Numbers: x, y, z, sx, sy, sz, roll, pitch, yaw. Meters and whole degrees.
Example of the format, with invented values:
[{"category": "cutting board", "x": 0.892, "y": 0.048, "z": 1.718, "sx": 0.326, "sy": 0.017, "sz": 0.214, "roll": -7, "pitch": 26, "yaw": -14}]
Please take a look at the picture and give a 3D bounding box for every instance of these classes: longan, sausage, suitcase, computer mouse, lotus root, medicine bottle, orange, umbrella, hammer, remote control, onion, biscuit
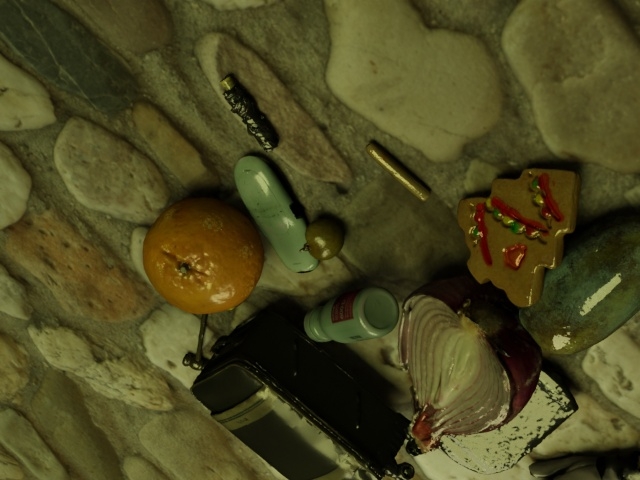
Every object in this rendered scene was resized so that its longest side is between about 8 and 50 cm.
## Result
[{"category": "longan", "x": 0.000, "y": 0.000, "z": 1.821, "sx": 0.075, "sy": 0.083, "sz": 0.075, "roll": 59, "pitch": 165, "yaw": 27}, {"category": "sausage", "x": 0.125, "y": -0.112, "z": 1.704, "sx": 0.132, "sy": 0.024, "sz": 0.024, "roll": 40, "pitch": 133, "yaw": -10}, {"category": "suitcase", "x": -0.038, "y": 0.336, "z": 2.031, "sx": 0.434, "sy": 0.194, "sz": 0.283, "roll": 42, "pitch": 146, "yaw": -9}, {"category": "computer mouse", "x": 0.331, "y": 0.313, "z": 1.918, "sx": 0.168, "sy": 0.087, "sz": 0.295, "roll": 44, "pitch": 120, "yaw": -3}, {"category": "lotus root", "x": 0.430, "y": 0.049, "z": 1.596, "sx": 0.140, "sy": 0.158, "sz": 0.322, "roll": 25, "pitch": 130, "yaw": -20}, {"category": "medicine bottle", "x": 0.049, "y": 0.138, "z": 1.873, "sx": 0.090, "sy": 0.090, "sz": 0.217, "roll": 46, "pitch": 152, "yaw": -14}, {"category": "orange", "x": -0.212, "y": 0.030, "z": 1.883, "sx": 0.219, "sy": 0.193, "sz": 0.219, "roll": 17, "pitch": 121, "yaw": 30}, {"category": "umbrella", "x": -0.120, "y": -0.209, "z": 1.736, "sx": 0.037, "sy": 0.040, "sz": 0.144, "roll": -15, "pitch": 118, "yaw": 45}, {"category": "hammer", "x": -0.238, "y": 0.161, "z": 2.114, "sx": 0.058, "sy": 0.029, "sz": 0.292, "roll": 19, "pitch": 131, "yaw": 8}, {"category": "remote control", "x": -0.076, "y": -0.040, "z": 1.850, "sx": 0.097, "sy": 0.045, "sz": 0.256, "roll": -10, "pitch": 124, "yaw": 33}, {"category": "onion", "x": 0.256, "y": 0.217, "z": 1.804, "sx": 0.267, "sy": 0.159, "sz": 0.348, "roll": 50, "pitch": 143, "yaw": 28}, {"category": "biscuit", "x": 0.309, "y": -0.024, "z": 1.609, "sx": 0.238, "sy": 0.041, "sz": 0.212, "roll": -50, "pitch": 54, "yaw": 32}]

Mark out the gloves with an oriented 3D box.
[{"category": "gloves", "x": 0.489, "y": 0.457, "z": 1.953, "sx": 0.285, "sy": 0.119, "sz": 0.142, "roll": -37, "pitch": 74, "yaw": 45}]
